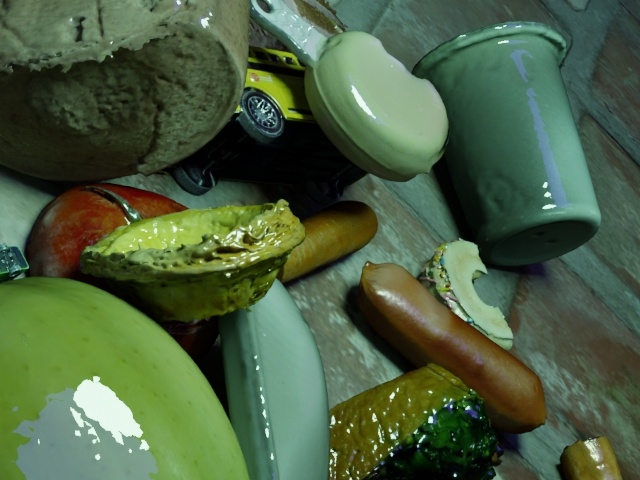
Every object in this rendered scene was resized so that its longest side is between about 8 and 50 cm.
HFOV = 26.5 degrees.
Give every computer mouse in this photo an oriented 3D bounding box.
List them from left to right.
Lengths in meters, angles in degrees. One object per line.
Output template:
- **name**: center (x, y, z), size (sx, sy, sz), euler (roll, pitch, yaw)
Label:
- **computer mouse**: center (-0.035, 0.181, 1.311), size (0.197, 0.095, 0.331), euler (68, 10, -58)

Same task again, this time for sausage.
- **sausage**: center (0.154, 0.134, 1.647), size (0.300, 0.083, 0.089), euler (39, 42, -13)

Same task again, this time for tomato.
- **tomato**: center (-0.173, 0.030, 1.357), size (0.228, 0.101, 0.228), euler (27, 44, -29)

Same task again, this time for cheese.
- **cheese**: center (0.027, -0.188, 1.548), size (0.286, 0.082, 0.163), euler (42, 39, -17)

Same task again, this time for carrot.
- **carrot**: center (0.000, 0.000, 1.608), size (0.067, 0.067, 0.225), euler (55, 36, 6)
- **carrot**: center (0.361, 0.351, 1.703), size (0.072, 0.072, 0.205), euler (7, 60, -46)

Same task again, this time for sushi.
- **sushi**: center (0.109, 0.212, 1.460), size (0.287, 0.149, 0.140), euler (-3, 64, -56)

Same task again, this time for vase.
- **vase**: center (0.266, -0.122, 1.911), size (0.245, 0.245, 0.291), euler (9, 61, -45)

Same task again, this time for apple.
- **apple**: center (-0.211, 0.211, 1.107), size (0.320, 0.311, 0.360), euler (-39, 84, -20)

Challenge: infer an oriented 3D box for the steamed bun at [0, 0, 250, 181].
- **steamed bun**: center (-0.207, -0.183, 1.383), size (0.251, 0.301, 0.199), euler (-94, 169, -49)

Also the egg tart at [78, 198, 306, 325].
- **egg tart**: center (-0.113, 0.020, 1.227), size (0.212, 0.212, 0.090), euler (-21, 106, -54)

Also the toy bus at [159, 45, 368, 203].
- **toy bus**: center (-0.047, -0.145, 1.619), size (0.331, 0.145, 0.151), euler (2, 59, -48)

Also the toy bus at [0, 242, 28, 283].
- **toy bus**: center (-0.311, 0.027, 1.254), size (0.083, 0.037, 0.031), euler (-13, 68, -54)

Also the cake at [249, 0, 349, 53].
- **cake**: center (-0.024, -0.279, 1.844), size (0.116, 0.113, 0.295), euler (62, 23, 14)

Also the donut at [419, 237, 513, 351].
- **donut**: center (0.174, 0.073, 1.740), size (0.108, 0.065, 0.166), euler (14, 49, -41)
